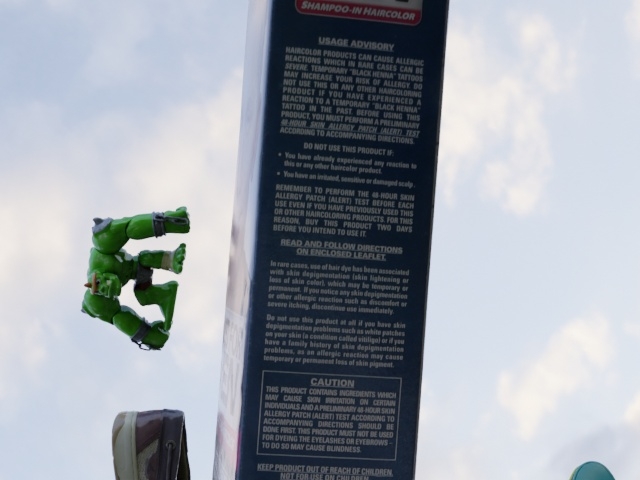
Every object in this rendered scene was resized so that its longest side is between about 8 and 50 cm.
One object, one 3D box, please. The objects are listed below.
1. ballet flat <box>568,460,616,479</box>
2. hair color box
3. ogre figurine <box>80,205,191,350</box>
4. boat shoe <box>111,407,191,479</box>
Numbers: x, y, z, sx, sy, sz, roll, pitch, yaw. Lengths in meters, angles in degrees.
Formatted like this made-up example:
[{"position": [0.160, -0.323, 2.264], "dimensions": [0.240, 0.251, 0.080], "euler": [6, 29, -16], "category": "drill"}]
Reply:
[{"position": [0.343, 0.383, 1.452], "dimensions": [0.077, 0.231, 0.077], "euler": [-6, -43, -1], "category": "ballet flat"}, {"position": [0.000, 0.000, 0.729], "dimensions": [0.105, 0.174, 0.347], "euler": [5, -91, -9], "category": "hair color box"}, {"position": [-0.231, 0.044, 1.473], "dimensions": [0.118, 0.097, 0.197], "euler": [10, -42, -7], "category": "ogre figurine"}, {"position": [-0.170, 0.330, 1.367], "dimensions": [0.103, 0.092, 0.285], "euler": [-23, -78, -82], "category": "boat shoe"}]
